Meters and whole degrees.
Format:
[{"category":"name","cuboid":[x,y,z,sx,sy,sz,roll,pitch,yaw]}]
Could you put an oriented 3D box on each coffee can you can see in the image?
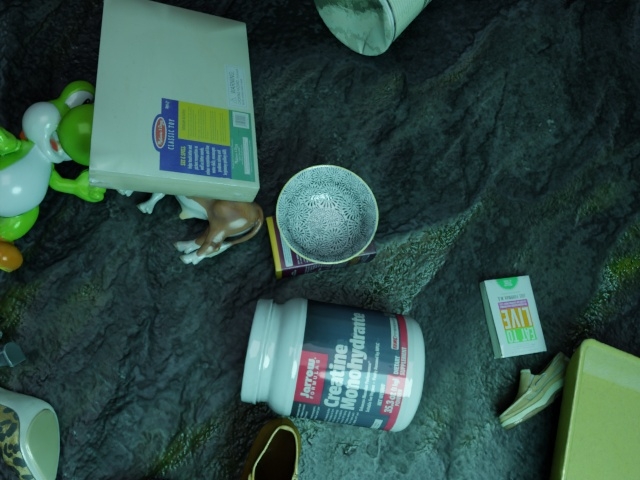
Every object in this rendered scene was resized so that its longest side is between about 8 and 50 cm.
[{"category":"coffee can","cuboid":[0.145,-0.545,1.038,0.201,0.201,0.275,39,76,5]}]

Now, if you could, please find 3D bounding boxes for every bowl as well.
[{"category":"bowl","cuboid":[0.009,-0.035,0.875,0.169,0.080,0.170,1,75,-4]}]

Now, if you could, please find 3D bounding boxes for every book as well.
[{"category":"book","cuboid":[0.365,0.144,0.973,0.096,0.035,0.144,-6,75,-10]}]

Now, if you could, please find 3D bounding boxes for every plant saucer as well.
[{"category":"plant saucer","cuboid":[0.519,0.371,0.871,0.332,0.081,0.333,21,75,-15]}]

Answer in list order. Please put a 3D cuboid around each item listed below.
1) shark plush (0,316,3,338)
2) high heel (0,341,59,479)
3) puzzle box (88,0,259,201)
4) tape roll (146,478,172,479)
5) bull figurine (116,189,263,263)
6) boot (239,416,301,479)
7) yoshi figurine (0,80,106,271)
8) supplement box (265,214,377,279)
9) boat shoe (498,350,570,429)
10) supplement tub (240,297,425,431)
[{"category":"shark plush","cuboid":[-0.617,0.150,0.866,0.161,0.067,0.073,14,75,-1]},{"category":"high heel","cuboid":[-0.540,0.314,0.839,0.186,0.093,0.262,-21,87,8]},{"category":"puzzle box","cuboid":[-0.259,-0.263,0.923,0.271,0.052,0.409,5,61,-23]},{"category":"tape roll","cuboid":[-0.270,0.484,0.806,0.188,0.080,0.189,1,76,-5]},{"category":"bull figurine","cuboid":[-0.248,-0.101,0.946,0.188,0.101,0.310,-44,77,-6]},{"category":"boot","cuboid":[-0.096,0.416,0.769,0.104,0.211,0.296,14,75,0]},{"category":"yoshi figurine","cuboid":[-0.484,-0.126,0.896,0.203,0.203,0.362,35,73,-12]},{"category":"supplement box","cuboid":[0.000,0.000,0.949,0.188,0.081,0.104,-10,76,-7]},{"category":"boat shoe","cuboid":[0.386,0.268,0.930,0.189,0.068,0.072,-26,67,-22]},{"category":"supplement tub","cuboid":[0.019,0.199,0.844,0.271,0.191,0.191,9,75,-3]}]
